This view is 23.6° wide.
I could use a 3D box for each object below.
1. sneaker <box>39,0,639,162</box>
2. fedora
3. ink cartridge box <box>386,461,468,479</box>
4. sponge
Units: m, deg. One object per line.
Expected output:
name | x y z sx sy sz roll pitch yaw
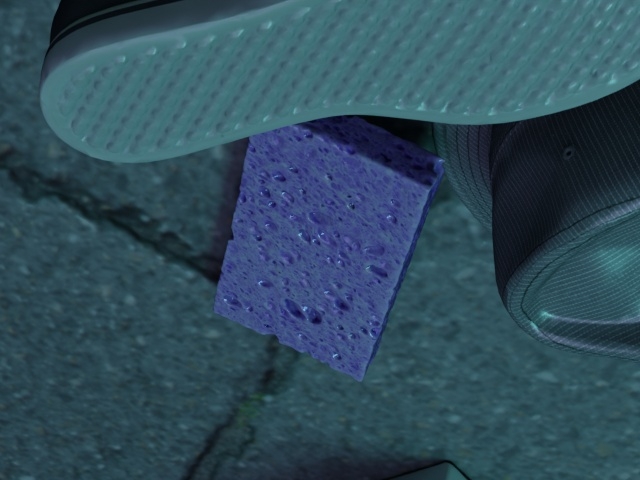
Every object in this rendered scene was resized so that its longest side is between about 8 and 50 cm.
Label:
sneaker | 0.017 -0.132 0.777 0.321 0.127 0.126 -6 140 6
fedora | 0.187 -0.013 0.842 0.275 0.124 0.244 -14 130 31
ink cartridge box | 0.046 0.284 1.158 0.148 0.203 0.086 -24 123 37
sponge | 0.000 0.000 0.974 0.117 0.031 0.210 26 142 8
